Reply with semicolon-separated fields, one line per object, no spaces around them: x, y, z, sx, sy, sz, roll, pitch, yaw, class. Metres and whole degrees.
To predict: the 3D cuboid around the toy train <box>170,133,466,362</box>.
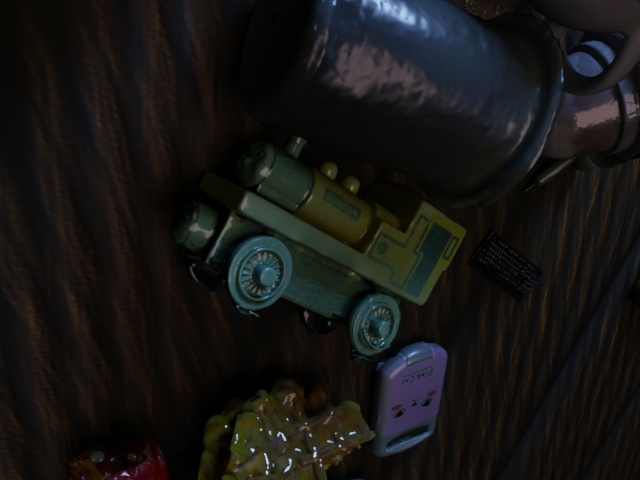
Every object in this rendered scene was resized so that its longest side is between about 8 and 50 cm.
0.000;0.000;0.739;0.369;0.150;0.237;28;89;-39;toy train

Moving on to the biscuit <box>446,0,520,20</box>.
0.206;-0.327;0.765;0.152;0.020;0.152;-16;123;-26;biscuit

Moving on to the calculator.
0.152;0.284;1.043;0.141;0.045;0.246;-11;121;-27;calculator

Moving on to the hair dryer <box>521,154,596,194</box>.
0.394;-0.125;0.986;0.150;0.047;0.071;-35;127;2;hair dryer

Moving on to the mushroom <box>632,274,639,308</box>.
0.731;0.099;1.302;0.123;0.052;0.123;-20;125;-31;mushroom

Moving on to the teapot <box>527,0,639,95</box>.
0.311;-0.365;0.646;0.252;0.280;0.424;-16;127;-12;teapot

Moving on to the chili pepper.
-0.240;0.435;0.757;0.131;0.134;0.338;-7;96;-41;chili pepper

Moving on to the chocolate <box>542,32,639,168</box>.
0.364;-0.188;0.861;0.147;0.221;0.221;-20;128;9;chocolate

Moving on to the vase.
0.077;-0.184;0.642;0.291;0.245;0.245;15;106;-30;vase

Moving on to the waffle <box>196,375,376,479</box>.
-0.039;0.359;0.794;0.261;0.324;0.151;16;138;-21;waffle

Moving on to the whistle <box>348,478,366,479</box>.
-0.060;0.479;0.936;0.405;0.168;0.188;-22;126;-21;whistle

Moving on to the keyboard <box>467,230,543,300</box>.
0.334;0.050;1.051;0.196;0.015;0.074;31;96;-39;keyboard
